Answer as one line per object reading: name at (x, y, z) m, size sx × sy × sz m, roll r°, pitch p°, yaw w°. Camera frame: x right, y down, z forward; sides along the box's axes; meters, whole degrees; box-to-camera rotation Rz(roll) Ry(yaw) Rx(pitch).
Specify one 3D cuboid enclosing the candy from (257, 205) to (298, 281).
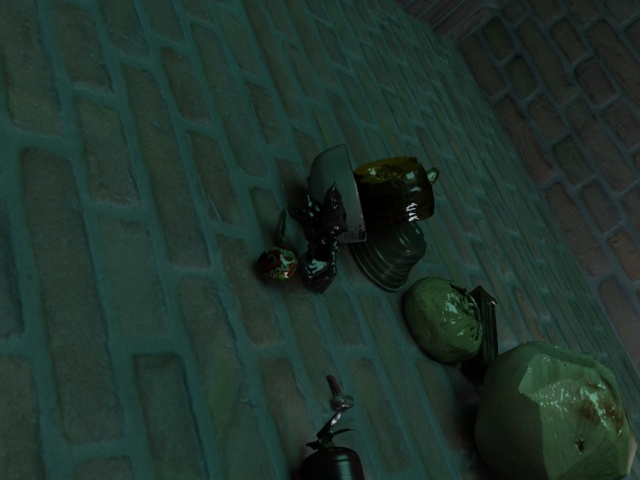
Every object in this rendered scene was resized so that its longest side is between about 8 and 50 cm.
candy at (-0.091, -0.007, 1.584) m, size 0.084 × 0.078 × 0.288 m, roll 35°, pitch 28°, yaw -19°

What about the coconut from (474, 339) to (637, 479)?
coconut at (0.587, 0.456, 1.730) m, size 0.415 × 0.415 × 0.345 m, roll -72°, pitch 161°, yaw -55°

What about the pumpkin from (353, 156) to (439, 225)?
pumpkin at (0.204, -0.133, 1.776) m, size 0.317 × 0.222 × 0.139 m, roll -99°, pitch 178°, yaw -79°

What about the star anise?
star anise at (-0.001, -0.003, 1.561) m, size 0.283 × 0.129 × 0.212 m, roll 97°, pitch -15°, yaw -73°

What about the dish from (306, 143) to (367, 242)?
dish at (0.035, -0.108, 1.754) m, size 0.256 × 0.117 × 0.256 m, roll -13°, pitch 90°, yaw -88°

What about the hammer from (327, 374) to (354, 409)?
hammer at (0.037, 0.319, 1.461) m, size 0.052 × 0.031 × 0.083 m, roll 17°, pitch 36°, yaw -50°

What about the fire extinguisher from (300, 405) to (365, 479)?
fire extinguisher at (0.040, 0.470, 1.203) m, size 0.114 × 0.135 × 0.337 m, roll 28°, pitch 37°, yaw -45°

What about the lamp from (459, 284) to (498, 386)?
lamp at (0.471, 0.275, 2.045) m, size 0.089 × 0.090 × 0.325 m, roll 41°, pitch 32°, yaw -19°

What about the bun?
bun at (0.350, 0.202, 1.894) m, size 0.259 × 0.152 × 0.259 m, roll 32°, pitch 38°, yaw -30°

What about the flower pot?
flower pot at (0.199, 0.009, 1.891) m, size 0.235 × 0.140 × 0.235 m, roll 37°, pitch 33°, yaw -30°
